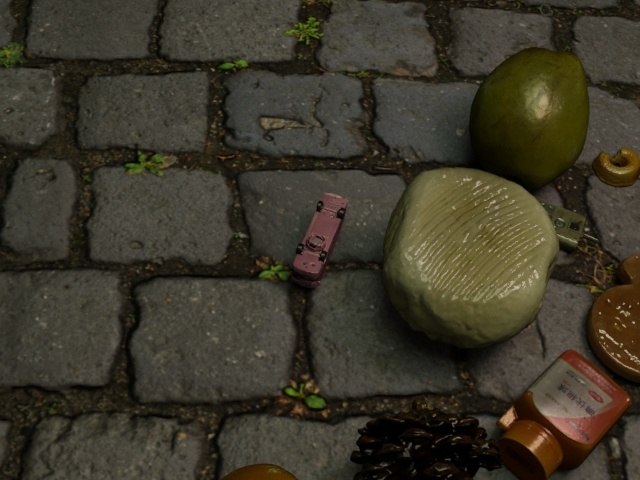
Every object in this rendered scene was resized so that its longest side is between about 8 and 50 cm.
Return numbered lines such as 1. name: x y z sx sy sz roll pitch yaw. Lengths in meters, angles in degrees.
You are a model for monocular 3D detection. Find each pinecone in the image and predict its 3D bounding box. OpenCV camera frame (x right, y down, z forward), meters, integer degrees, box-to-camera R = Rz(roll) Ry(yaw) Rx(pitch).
1. pinecone: 0.173 0.382 1.306 0.244 0.243 0.257 -15 88 -17

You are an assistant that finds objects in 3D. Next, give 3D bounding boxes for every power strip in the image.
1. power strip: 0.468 -0.047 1.758 0.268 0.034 0.092 24 55 10

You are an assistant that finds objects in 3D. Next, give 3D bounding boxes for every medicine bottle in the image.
1. medicine bottle: 0.418 0.317 1.442 0.222 0.112 0.149 -37 66 -28

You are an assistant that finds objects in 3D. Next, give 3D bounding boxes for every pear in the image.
1. pear: 0.453 -0.268 1.771 0.253 0.253 0.307 19 91 7

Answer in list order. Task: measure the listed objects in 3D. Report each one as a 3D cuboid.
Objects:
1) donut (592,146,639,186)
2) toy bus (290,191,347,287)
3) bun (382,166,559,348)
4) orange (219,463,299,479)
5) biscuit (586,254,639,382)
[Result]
1. donut: 0.680 -0.170 1.868 0.108 0.043 0.097 -17 57 -13
2. toy bus: 0.000 0.000 1.635 0.063 0.090 0.203 18 54 7
3. bun: 0.267 0.040 1.553 0.349 0.227 0.352 -32 66 -26
4. orange: -0.078 0.451 1.256 0.179 0.158 0.237 -38 70 -10
5. biscuit: 0.683 0.153 1.629 0.355 0.052 0.275 -32 63 -25
